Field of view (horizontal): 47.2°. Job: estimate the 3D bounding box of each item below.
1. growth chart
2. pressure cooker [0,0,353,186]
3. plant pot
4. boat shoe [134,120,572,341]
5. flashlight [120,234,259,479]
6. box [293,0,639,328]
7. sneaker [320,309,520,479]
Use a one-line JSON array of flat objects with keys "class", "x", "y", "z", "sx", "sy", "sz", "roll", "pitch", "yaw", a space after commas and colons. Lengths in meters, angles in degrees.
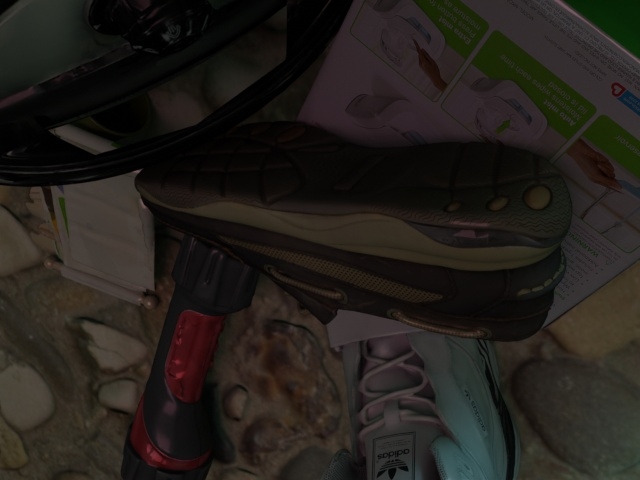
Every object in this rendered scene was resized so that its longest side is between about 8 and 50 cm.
[{"class": "growth chart", "x": -0.233, "y": -0.022, "z": 0.761, "sx": 0.172, "sy": 0.021, "sz": 0.237, "roll": 26, "pitch": 135, "yaw": 8}, {"class": "pressure cooker", "x": -0.181, "y": -0.253, "z": 0.499, "sx": 0.370, "sy": 0.375, "sz": 0.420, "roll": -27, "pitch": 94, "yaw": 34}, {"class": "plant pot", "x": -0.227, "y": -0.124, "z": 0.738, "sx": 0.079, "sy": 0.083, "sz": 0.083, "roll": -29, "pitch": 95, "yaw": 38}, {"class": "boat shoe", "x": 0.000, "y": 0.000, "z": 0.534, "sx": 0.355, "sy": 0.132, "sz": 0.130, "roll": 13, "pitch": 126, "yaw": 38}, {"class": "flashlight", "x": -0.131, "y": 0.131, "z": 0.771, "sx": 0.103, "sy": 0.103, "sz": 0.304, "roll": 16, "pitch": 114, "yaw": -13}, {"class": "box", "x": 0.141, "y": -0.097, "z": 0.529, "sx": 0.262, "sy": 0.127, "sz": 0.231, "roll": 39, "pitch": 143, "yaw": 5}, {"class": "sneaker", "x": 0.071, "y": 0.116, "z": 0.625, "sx": 0.137, "sy": 0.210, "sz": 0.366, "roll": -16, "pitch": 101, "yaw": 24}]
